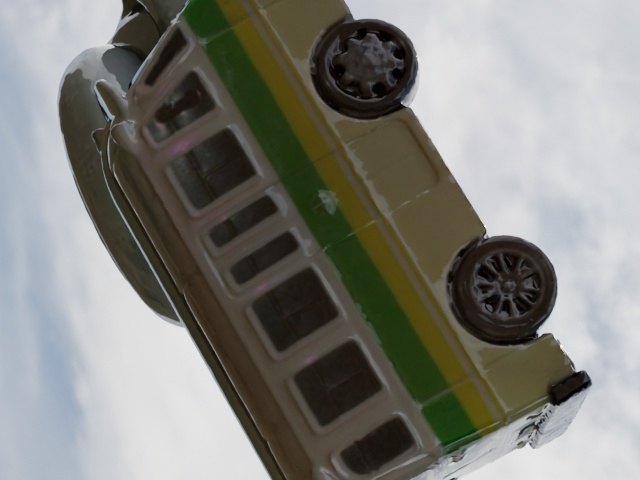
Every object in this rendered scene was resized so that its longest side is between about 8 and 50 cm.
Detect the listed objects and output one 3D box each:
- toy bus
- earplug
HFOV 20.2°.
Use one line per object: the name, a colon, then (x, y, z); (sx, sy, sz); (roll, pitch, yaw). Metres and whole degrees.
toy bus: (0.000, 0.000, 0.994); (0.305, 0.179, 0.143); (60, -6, 14)
earplug: (-0.090, -0.098, 1.288); (0.214, 0.175, 0.325); (54, 44, -62)
